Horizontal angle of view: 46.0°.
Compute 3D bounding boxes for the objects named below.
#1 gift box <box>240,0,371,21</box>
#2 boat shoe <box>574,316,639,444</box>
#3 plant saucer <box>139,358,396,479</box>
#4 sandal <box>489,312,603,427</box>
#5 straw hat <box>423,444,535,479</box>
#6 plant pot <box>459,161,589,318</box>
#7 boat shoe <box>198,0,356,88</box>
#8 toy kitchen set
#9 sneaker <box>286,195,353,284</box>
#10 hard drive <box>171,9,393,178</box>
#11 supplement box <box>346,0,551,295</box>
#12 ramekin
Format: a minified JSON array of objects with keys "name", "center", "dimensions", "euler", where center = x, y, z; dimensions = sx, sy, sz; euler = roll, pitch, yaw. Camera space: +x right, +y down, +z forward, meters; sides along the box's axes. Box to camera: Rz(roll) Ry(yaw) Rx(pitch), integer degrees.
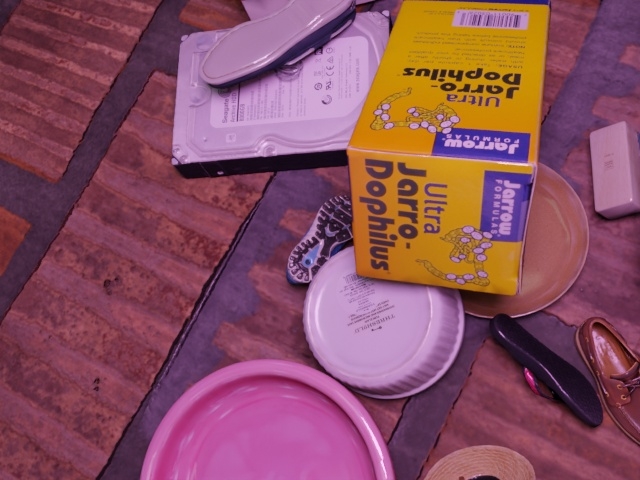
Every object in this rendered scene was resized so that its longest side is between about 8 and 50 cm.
[{"name":"gift box","center":[-0.022,-0.495,1.143],"dimensions":[0.276,0.255,0.258],"euler":[-12,67,15]},{"name":"boat shoe","center":[0.371,0.173,0.921],"dimensions":[0.064,0.060,0.178],"euler":[-27,67,2]},{"name":"plant saucer","center":[-0.062,0.318,0.939],"dimensions":[0.332,0.084,0.332],"euler":[-5,73,16]},{"name":"sandal","center":[0.279,0.165,0.948],"dimensions":[0.179,0.067,0.040],"euler":[43,123,13]},{"name":"straw hat","center":[0.191,0.316,0.907],"dimensions":[0.144,0.144,0.061],"euler":[-15,110,7]},{"name":"plant pot","center":[0.241,-0.005,1.029],"dimensions":[0.236,0.032,0.236],"euler":[-4,69,11]},{"name":"boat shoe","center":[-0.058,-0.292,1.105],"dimensions":[0.254,0.079,0.095],"euler":[-37,65,-5]},{"name":"toy kitchen set","center":[0.492,-0.091,0.988],"dimensions":[0.207,0.166,0.122],"euler":[-19,58,44]},{"name":"sneaker","center":[0.000,0.000,1.062],"dimensions":[0.063,0.073,0.162],"euler":[44,63,-1]},{"name":"hard drive","center":[-0.055,-0.224,1.157],"dimensions":[0.339,0.064,0.237],"euler":[-3,70,12]},{"name":"supplement box","center":[0.169,-0.134,0.929],"dimensions":[0.195,0.194,0.356],"euler":[6,44,14]},{"name":"ramekin","center":[0.074,0.099,0.969],"dimensions":[0.207,0.109,0.207],"euler":[-5,77,20]}]
